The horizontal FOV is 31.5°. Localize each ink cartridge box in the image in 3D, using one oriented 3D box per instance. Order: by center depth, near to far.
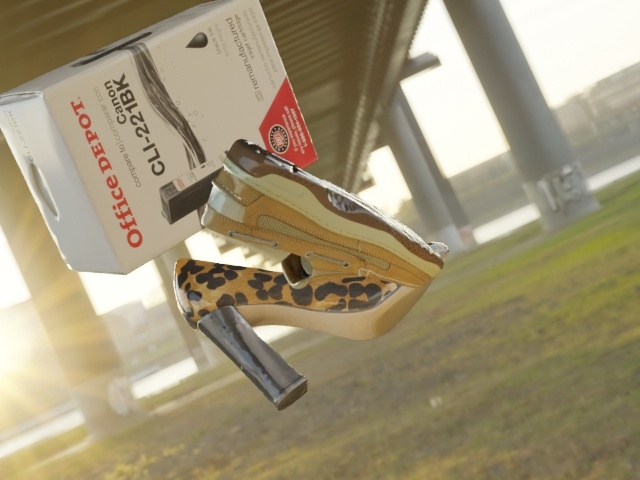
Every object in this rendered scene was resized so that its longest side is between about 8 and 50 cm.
[{"bbox_3d":[-0.162,-0.111,1.163,0.273,0.197,0.114,-33,21,-33],"label":"ink cartridge box"}]

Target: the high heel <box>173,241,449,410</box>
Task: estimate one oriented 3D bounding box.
[{"bbox_3d":[-0.009,0.029,1.136,0.261,0.186,0.093,-35,-23,-27],"label":"high heel"}]

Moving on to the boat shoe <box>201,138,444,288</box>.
[{"bbox_3d":[0.000,0.000,0.757,0.072,0.190,0.068,-59,34,7],"label":"boat shoe"}]
